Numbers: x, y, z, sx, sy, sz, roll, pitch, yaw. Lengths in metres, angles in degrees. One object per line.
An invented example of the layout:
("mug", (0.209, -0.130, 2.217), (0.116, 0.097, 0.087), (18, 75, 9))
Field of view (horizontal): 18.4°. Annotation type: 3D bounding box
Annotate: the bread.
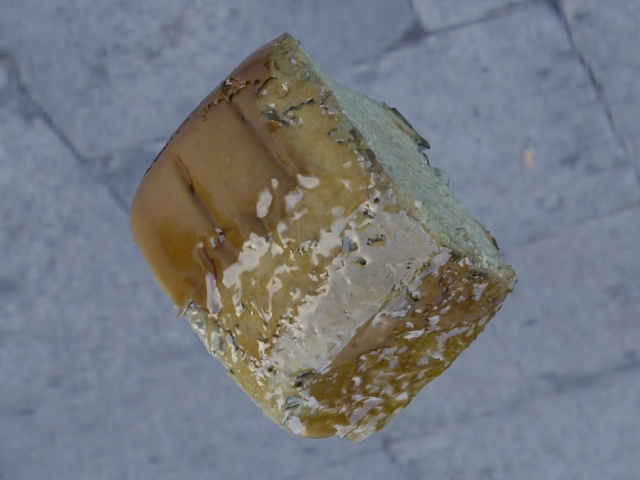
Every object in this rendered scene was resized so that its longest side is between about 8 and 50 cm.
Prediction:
("bread", (-0.002, 0.001, 0.506), (0.070, 0.083, 0.077), (-44, 151, 12))
